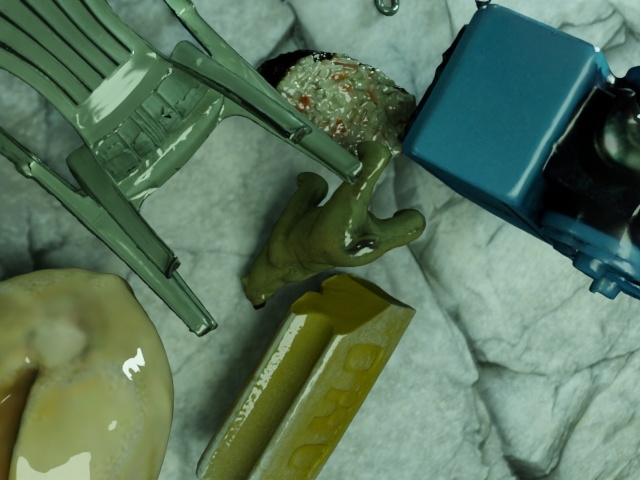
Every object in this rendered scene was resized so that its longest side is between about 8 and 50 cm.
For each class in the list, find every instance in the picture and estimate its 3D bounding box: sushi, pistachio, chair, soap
[{"bbox_3d":[0.014,-0.121,0.920,0.150,0.078,0.090,16,101,-31],"label":"sushi"},{"bbox_3d":[-0.236,0.167,0.834,0.230,0.230,0.308,14,107,-31],"label":"pistachio"},{"bbox_3d":[-0.138,-0.099,0.784,0.203,0.275,0.190,-48,161,-4],"label":"chair"},{"bbox_3d":[-0.011,0.143,0.989,0.232,0.073,0.140,-59,156,5],"label":"soap"}]

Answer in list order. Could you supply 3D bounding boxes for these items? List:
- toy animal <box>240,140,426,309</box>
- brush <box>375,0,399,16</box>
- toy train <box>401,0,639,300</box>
[{"bbox_3d":[0.000,0.000,0.918,0.103,0.219,0.101,46,60,-16],"label":"toy animal"},{"bbox_3d":[0.065,-0.331,0.898,0.062,0.027,0.266,-8,117,-24],"label":"brush"},{"bbox_3d":[0.222,-0.074,0.912,0.188,0.265,0.300,-60,156,3],"label":"toy train"}]
